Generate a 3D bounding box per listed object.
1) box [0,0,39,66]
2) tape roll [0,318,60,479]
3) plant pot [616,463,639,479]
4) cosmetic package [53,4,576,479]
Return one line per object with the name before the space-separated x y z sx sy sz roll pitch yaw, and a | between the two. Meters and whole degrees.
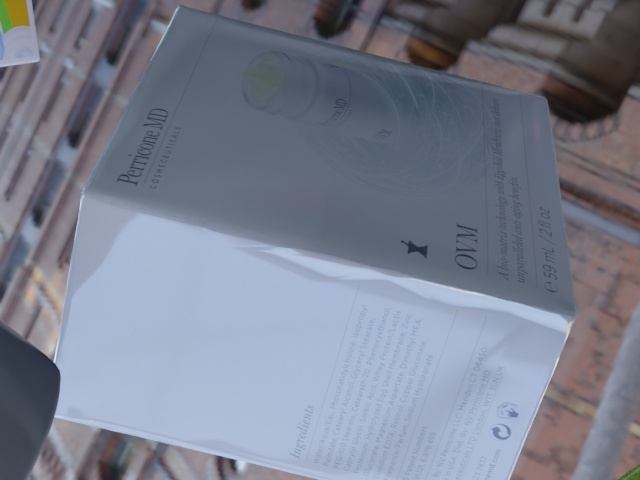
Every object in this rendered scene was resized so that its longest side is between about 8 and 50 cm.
box | -0.327 -0.247 1.084 0.114 0.203 0.103 -17 -164 -40
tape roll | -0.196 0.111 0.473 0.072 0.219 0.219 41 180 -18
plant pot | 0.220 0.126 0.286 0.227 0.207 0.228 36 -164 -31
cosmetic package | 0.000 0.000 0.662 0.224 0.138 0.224 13 -148 -2
